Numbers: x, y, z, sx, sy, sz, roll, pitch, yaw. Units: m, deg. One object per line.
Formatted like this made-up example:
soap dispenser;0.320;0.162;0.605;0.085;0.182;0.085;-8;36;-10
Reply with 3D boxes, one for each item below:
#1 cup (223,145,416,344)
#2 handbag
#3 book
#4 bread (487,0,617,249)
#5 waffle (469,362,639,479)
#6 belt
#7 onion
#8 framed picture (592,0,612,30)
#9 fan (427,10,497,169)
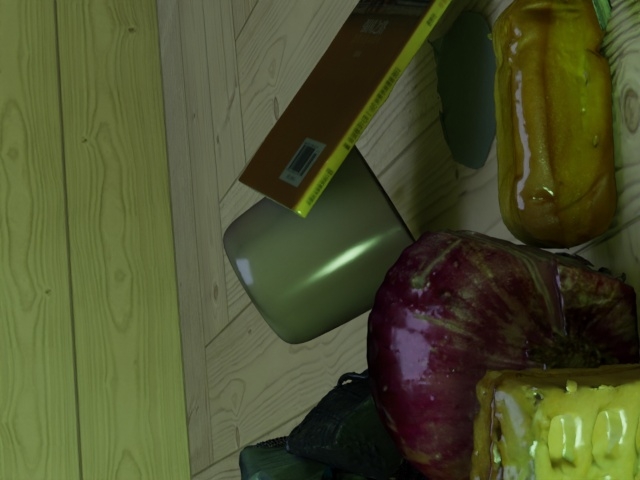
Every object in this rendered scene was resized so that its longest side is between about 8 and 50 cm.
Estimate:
cup;0.000;0.000;1.768;0.191;0.200;0.253;57;-175;-19
handbag;0.082;0.161;1.608;0.089;0.270;0.175;52;169;-17
book;0.043;-0.201;1.666;0.374;0.028;0.262;-55;18;-1
bread;0.216;-0.112;1.324;0.094;0.102;0.245;153;116;-79
waffle;0.219;0.256;1.137;0.098;0.224;0.328;7;98;56
belt;0.034;0.304;1.675;0.325;0.260;0.122;-130;42;-80
onion;0.156;0.115;1.281;0.272;0.230;0.256;121;143;-68
framed picture;0.200;-0.340;1.213;0.273;0.016;0.216;54;-153;-53
fan;0.149;-0.210;1.684;0.310;0.010;0.182;-118;31;-51
